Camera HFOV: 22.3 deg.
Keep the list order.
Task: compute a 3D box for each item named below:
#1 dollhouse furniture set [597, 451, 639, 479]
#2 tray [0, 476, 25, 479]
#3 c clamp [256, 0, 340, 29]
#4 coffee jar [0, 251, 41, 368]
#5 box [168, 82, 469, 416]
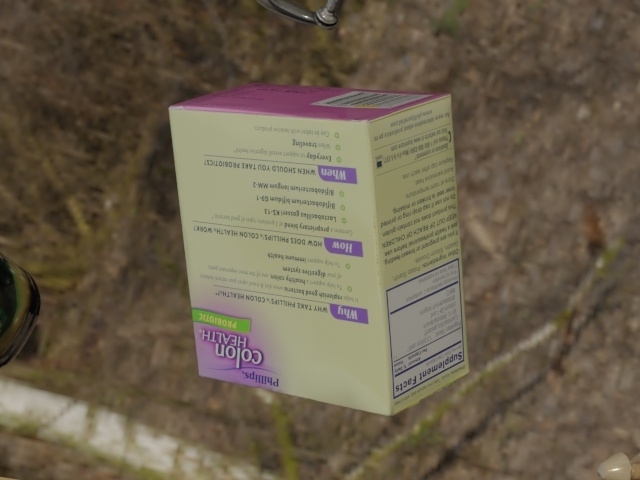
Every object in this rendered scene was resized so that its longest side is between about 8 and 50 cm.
[{"bbox_3d":[0.362,0.326,1.654,0.355,0.173,0.303,132,136,-52],"label":"dollhouse furniture set"},{"bbox_3d":[-0.366,0.256,1.183,0.410,0.076,0.203,3,79,28],"label":"tray"},{"bbox_3d":[0.003,-0.237,1.433,0.161,0.137,0.022,-52,13,54],"label":"c clamp"},{"bbox_3d":[-0.238,0.022,0.965,0.079,0.096,0.184,-60,-17,-8],"label":"coffee jar"},{"bbox_3d":[0.000,0.000,1.356,0.213,0.117,0.243,7,108,39],"label":"box"}]
